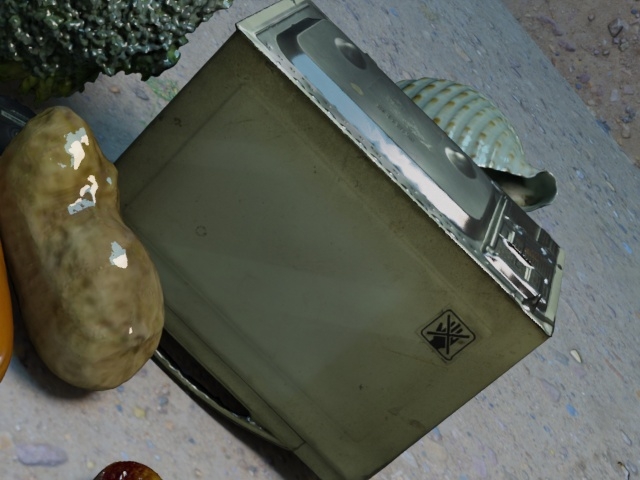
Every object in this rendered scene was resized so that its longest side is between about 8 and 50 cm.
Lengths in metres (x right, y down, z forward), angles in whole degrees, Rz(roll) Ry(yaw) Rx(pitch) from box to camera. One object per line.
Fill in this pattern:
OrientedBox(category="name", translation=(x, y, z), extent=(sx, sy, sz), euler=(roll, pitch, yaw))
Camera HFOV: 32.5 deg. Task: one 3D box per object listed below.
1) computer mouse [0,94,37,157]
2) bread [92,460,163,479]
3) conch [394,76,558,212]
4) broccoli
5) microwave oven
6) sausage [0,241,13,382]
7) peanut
OrientedBox(category="computer mouse", translation=(-0.308, -0.087, 1.084), extent=(0.099, 0.057, 0.172), euler=(28, 22, -29))
OrientedBox(category="bread", translation=(-0.155, 0.221, 0.901), extent=(0.085, 0.053, 0.085), euler=(34, 31, -24))
OrientedBox(category="conch", translation=(0.151, -0.116, 1.484), extent=(0.303, 0.319, 0.215), euler=(13, 67, -46))
OrientedBox(category="broccoli", translation=(-0.256, -0.286, 1.237), extent=(0.353, 0.397, 0.274), euler=(-6, 94, -34))
OrientedBox(category="microwave oven", translation=(0.000, 0.000, 1.121), extent=(0.394, 0.333, 0.247), euler=(45, 23, -4))
OrientedBox(category="sausage", translation=(-0.309, 0.013, 0.912), extent=(0.098, 0.098, 0.238), euler=(16, 43, -45))
OrientedBox(category="peanut", translation=(-0.214, 0.007, 0.972), extent=(0.122, 0.137, 0.253), euler=(-12, 76, -49))
